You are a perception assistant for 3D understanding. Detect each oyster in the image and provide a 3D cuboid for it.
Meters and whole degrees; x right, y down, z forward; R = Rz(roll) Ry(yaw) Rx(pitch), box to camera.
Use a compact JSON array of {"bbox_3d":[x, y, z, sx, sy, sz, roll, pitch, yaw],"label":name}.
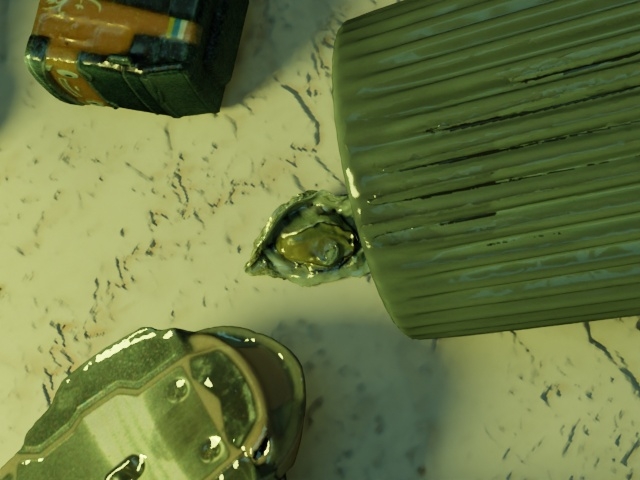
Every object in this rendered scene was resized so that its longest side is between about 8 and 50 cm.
[{"bbox_3d":[0.000,0.001,1.488,0.100,0.037,0.098,22,103,-6],"label":"oyster"}]

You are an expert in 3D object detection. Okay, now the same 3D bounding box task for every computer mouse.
[{"bbox_3d":[-0.155,0.215,1.433,0.389,0.115,0.199,-38,57,14],"label":"computer mouse"}]

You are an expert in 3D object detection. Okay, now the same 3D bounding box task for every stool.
[{"bbox_3d":[0.198,-0.080,1.333,0.330,0.297,0.297,-11,77,13],"label":"stool"}]

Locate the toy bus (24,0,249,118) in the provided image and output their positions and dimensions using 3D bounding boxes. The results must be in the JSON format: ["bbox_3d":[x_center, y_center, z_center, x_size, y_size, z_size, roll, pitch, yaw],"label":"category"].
[{"bbox_3d":[-0.136,-0.245,1.507,0.167,0.138,0.275,11,79,11],"label":"toy bus"}]
